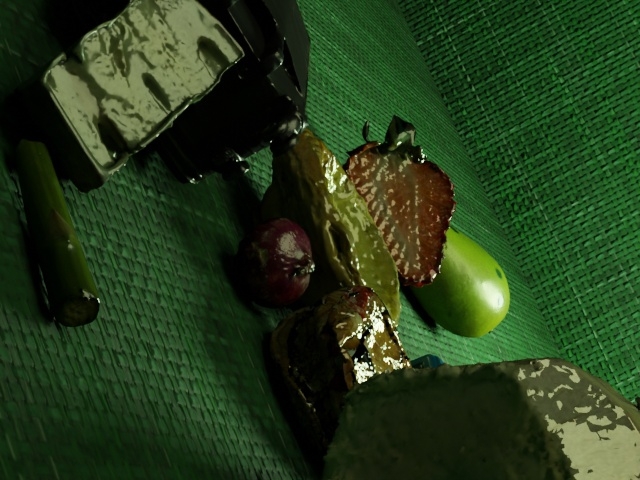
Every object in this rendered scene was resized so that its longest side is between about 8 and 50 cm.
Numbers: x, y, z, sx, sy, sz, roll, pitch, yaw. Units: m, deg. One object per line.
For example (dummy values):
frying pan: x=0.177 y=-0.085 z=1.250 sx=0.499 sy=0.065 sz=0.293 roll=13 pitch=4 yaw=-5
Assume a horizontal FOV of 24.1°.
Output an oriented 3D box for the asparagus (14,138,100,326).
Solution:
asparagus: x=-0.228 y=-0.009 z=1.266 sx=0.045 sy=0.041 sz=0.178 roll=77 pitch=-9 yaw=-58

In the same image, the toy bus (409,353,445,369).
toy bus: x=0.136 y=0.268 z=1.854 sx=0.113 sy=0.134 sz=0.246 roll=51 pitch=17 yaw=-40

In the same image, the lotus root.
lotus root: x=-0.189 y=-0.143 z=1.406 sx=0.119 sy=0.138 sz=0.235 roll=51 pitch=46 yaw=-11

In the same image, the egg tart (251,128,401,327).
egg tart: x=0.000 y=0.000 z=1.898 sx=0.294 sy=0.123 sz=0.294 roll=61 pitch=12 yaw=-22

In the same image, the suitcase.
suitcase: x=-0.134 y=-0.243 z=1.704 sx=0.283 sy=0.194 sz=0.434 roll=57 pitch=15 yaw=-20

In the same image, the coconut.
coconut: x=0.198 y=0.310 z=1.496 sx=0.405 sy=0.404 sz=0.405 roll=56 pitch=15 yaw=-24

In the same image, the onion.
onion: x=-0.049 y=0.026 z=1.717 sx=0.107 sy=0.097 sz=0.107 roll=-26 pitch=122 yaw=-50

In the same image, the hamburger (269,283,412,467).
hamburger: x=0.038 y=0.166 z=1.724 sx=0.231 sy=0.106 sz=0.231 roll=52 pitch=25 yaw=-36

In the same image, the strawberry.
strawberry: x=0.118 y=-0.052 z=2.392 sx=0.106 sy=0.188 sz=0.286 roll=128 pitch=-41 yaw=-63

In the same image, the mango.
mango: x=0.208 y=0.045 z=2.528 sx=0.293 sy=0.143 sz=0.175 roll=47 pitch=18 yaw=-21
